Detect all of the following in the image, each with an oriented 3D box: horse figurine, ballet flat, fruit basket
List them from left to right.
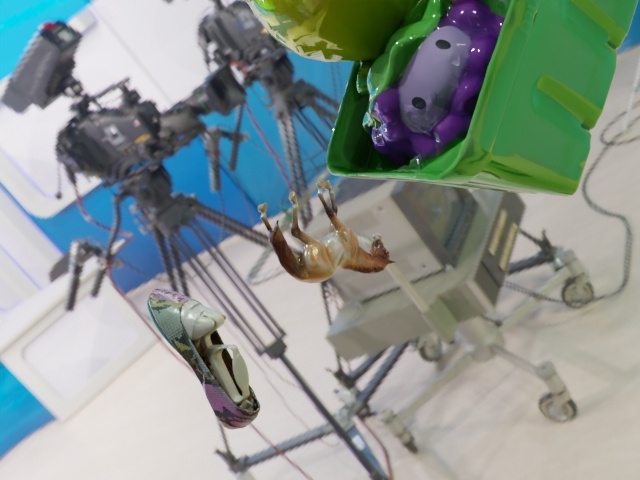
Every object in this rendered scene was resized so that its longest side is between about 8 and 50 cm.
[{"bbox_3d":[-0.145,0.146,1.101,0.079,0.221,0.077,-34,-4,34],"label":"ballet flat"},{"bbox_3d":[0.000,0.000,1.293,0.066,0.174,0.263,-23,1,37],"label":"horse figurine"},{"bbox_3d":[0.084,-0.238,0.766,0.392,0.392,0.283,-42,22,-16],"label":"fruit basket"}]
